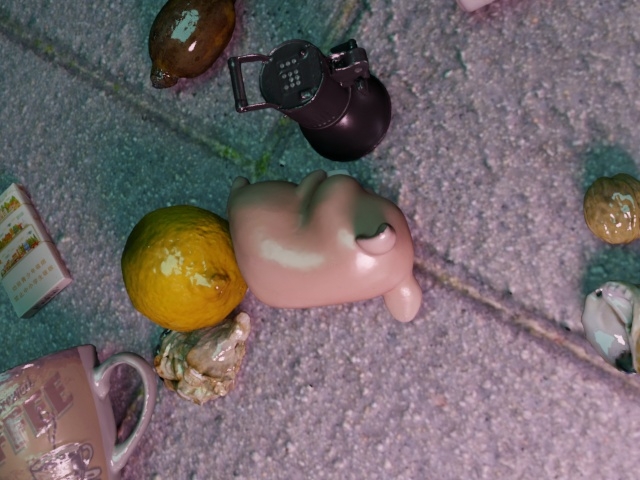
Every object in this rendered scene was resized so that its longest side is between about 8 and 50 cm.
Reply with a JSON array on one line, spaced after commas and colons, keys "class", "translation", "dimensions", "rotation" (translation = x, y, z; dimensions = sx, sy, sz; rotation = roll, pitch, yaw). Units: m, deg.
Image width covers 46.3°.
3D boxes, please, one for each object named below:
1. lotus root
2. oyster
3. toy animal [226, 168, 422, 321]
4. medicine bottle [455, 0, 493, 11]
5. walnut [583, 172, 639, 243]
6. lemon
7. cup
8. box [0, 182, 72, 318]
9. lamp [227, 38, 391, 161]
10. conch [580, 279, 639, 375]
[{"class": "lotus root", "translation": [-0.215, -0.336, 1.218], "dimensions": [0.120, 0.120, 0.209], "rotation": [41, 98, 22]}, {"class": "oyster", "translation": [-0.185, 0.171, 1.154], "dimensions": [0.163, 0.081, 0.191], "rotation": [43, 96, 26]}, {"class": "toy animal", "translation": [0.004, -0.002, 1.049], "dimensions": [0.256, 0.195, 0.212], "rotation": [-10, 50, 19]}, {"class": "medicine bottle", "translation": [0.285, -0.444, 0.987], "dimensions": [0.293, 0.170, 0.170], "rotation": [-27, 73, 19]}, {"class": "walnut", "translation": [0.376, -0.039, 0.944], "dimensions": [0.092, 0.092, 0.092], "rotation": [-3, 82, 23]}, {"class": "lemon", "translation": [-0.200, 0.040, 1.111], "dimensions": [0.257, 0.188, 0.188], "rotation": [12, 87, 61]}, {"class": "cup", "translation": [-0.382, 0.302, 1.167], "dimensions": [0.301, 0.227, 0.257], "rotation": [-25, 86, 1]}, {"class": "box", "translation": [-0.541, 0.018, 1.350], "dimensions": [0.122, 0.032, 0.220], "rotation": [-39, 71, 14]}, {"class": "lamp", "translation": [0.002, -0.208, 1.043], "dimensions": [0.172, 0.227, 0.147], "rotation": [-15, 77, 21]}, {"class": "conch", "translation": [0.404, 0.113, 0.901], "dimensions": [0.173, 0.106, 0.116], "rotation": [29, 107, 40]}]
